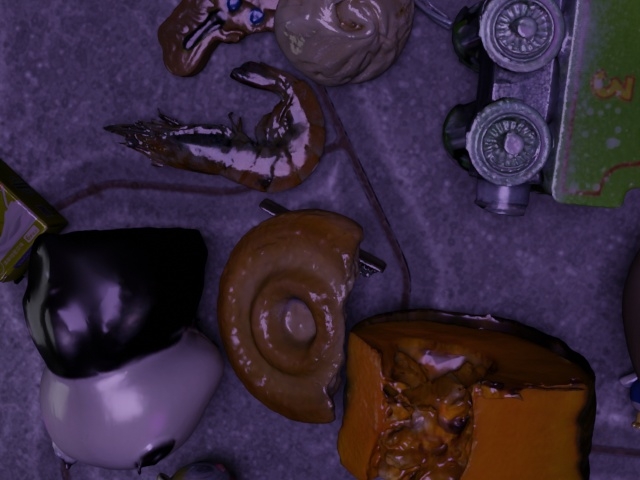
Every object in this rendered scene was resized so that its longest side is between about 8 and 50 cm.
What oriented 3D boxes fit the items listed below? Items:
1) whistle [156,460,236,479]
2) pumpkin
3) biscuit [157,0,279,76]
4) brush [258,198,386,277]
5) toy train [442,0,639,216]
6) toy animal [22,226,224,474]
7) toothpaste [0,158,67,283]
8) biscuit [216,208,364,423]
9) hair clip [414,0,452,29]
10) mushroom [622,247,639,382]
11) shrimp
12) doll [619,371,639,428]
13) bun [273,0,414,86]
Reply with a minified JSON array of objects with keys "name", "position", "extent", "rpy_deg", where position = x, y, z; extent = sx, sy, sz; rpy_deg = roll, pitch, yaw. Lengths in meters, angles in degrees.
[{"name":"whistle","position":[-0.131,0.380,1.172],"extent":[0.223,0.123,0.123],"rpy_deg":[37,99,-13]},{"name":"pumpkin","position":[0.179,0.213,1.037],"extent":[0.303,0.256,0.225],"rpy_deg":[24,109,44]},{"name":"biscuit","position":[-0.088,-0.338,1.116],"extent":[0.320,0.047,0.183],"rpy_deg":[-34,89,10]},{"name":"brush","position":[0.000,0.000,1.150],"extent":[0.190,0.034,0.027],"rpy_deg":[29,115,2]},{"name":"toy train","position":[0.287,-0.180,1.034],"extent":[0.249,0.173,0.307],"rpy_deg":[6,97,-3]},{"name":"toy animal","position":[-0.261,0.140,1.095],"extent":[0.251,0.251,0.310],"rpy_deg":[-4,89,7]},{"name":"toothpaste","position":[-0.508,-0.088,1.173],"extent":[0.327,0.077,0.110],"rpy_deg":[43,100,0]},{"name":"biscuit","position":[-0.045,0.095,1.100],"extent":[0.213,0.091,0.274],"rpy_deg":[6,100,31]},{"name":"hair clip","position":[0.132,-0.320,1.098],"extent":[0.039,0.030,0.115],"rpy_deg":[-44,90,8]},{"name":"mushroom","position":[0.543,0.102,0.997],"extent":[0.362,0.294,0.362],"rpy_deg":[-7,64,14]},{"name":"shrimp","position":[-0.137,-0.165,1.139],"extent":[0.296,0.058,0.169],"rpy_deg":[13,90,1]},{"name":"doll","position":[0.445,0.180,1.108],"extent":[0.099,0.057,0.143],"rpy_deg":[17,93,24]},{"name":"bun","position":[0.036,-0.270,1.058],"extent":[0.183,0.102,0.183],"rpy_deg":[-4,118,-7]}]
